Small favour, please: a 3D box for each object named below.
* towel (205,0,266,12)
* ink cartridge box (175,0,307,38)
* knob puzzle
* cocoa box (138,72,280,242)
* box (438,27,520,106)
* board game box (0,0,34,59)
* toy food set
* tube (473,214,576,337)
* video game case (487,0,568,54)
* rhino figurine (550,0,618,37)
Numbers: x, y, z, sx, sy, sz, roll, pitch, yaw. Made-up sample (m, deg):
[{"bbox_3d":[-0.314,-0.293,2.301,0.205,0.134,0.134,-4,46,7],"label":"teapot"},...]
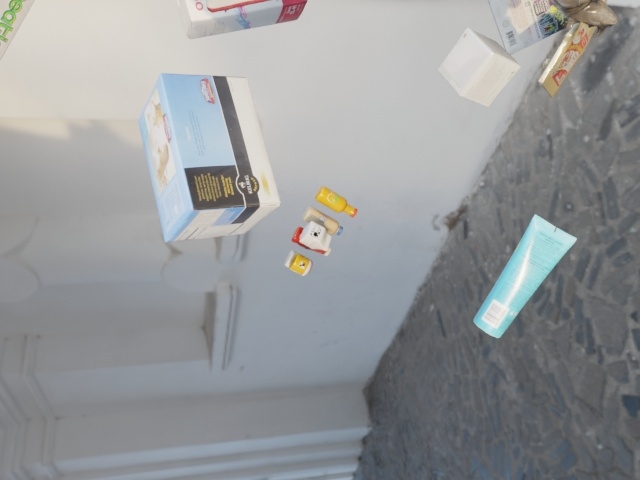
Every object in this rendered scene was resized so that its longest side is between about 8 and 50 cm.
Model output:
[{"bbox_3d":[-0.099,-0.537,0.908,0.329,0.237,0.037,90,162,-59],"label":"towel"},{"bbox_3d":[-0.213,-0.660,1.402,0.131,0.306,0.226,178,75,-72],"label":"ink cartridge box"},{"bbox_3d":[0.491,-0.387,1.092,0.030,0.213,0.213,37,139,23],"label":"knob puzzle"},{"bbox_3d":[-0.282,-0.198,1.362,0.231,0.228,0.347,-33,69,54],"label":"cocoa box"},{"bbox_3d":[0.309,-0.338,1.089,0.102,0.087,0.101,-54,42,33],"label":"box"},{"bbox_3d":[-0.550,-0.346,0.819,0.305,0.053,0.193,-58,-20,4],"label":"board game box"},{"bbox_3d":[0.000,0.000,1.275,0.111,0.105,0.232,-42,24,51],"label":"toy food set"},{"bbox_3d":[0.331,0.064,0.922,0.207,0.080,0.052,-60,10,15],"label":"tube"},{"bbox_3d":[0.472,-0.542,1.200,0.232,0.210,0.041,45,-150,-44],"label":"video game case"},{"bbox_3d":[0.400,-0.399,0.857,0.106,0.243,0.073,6,70,40],"label":"rhino figurine"}]
